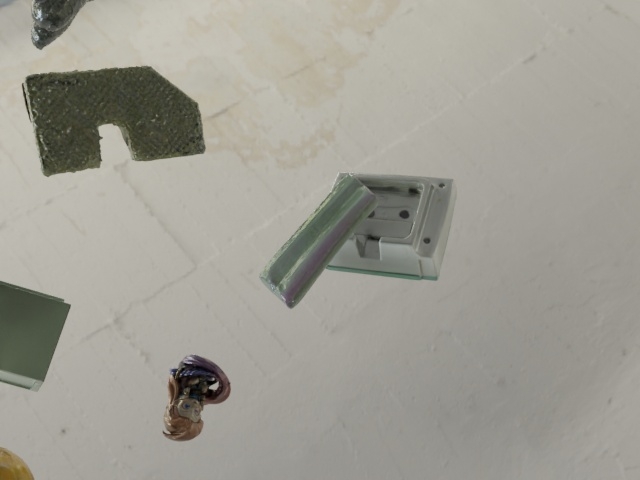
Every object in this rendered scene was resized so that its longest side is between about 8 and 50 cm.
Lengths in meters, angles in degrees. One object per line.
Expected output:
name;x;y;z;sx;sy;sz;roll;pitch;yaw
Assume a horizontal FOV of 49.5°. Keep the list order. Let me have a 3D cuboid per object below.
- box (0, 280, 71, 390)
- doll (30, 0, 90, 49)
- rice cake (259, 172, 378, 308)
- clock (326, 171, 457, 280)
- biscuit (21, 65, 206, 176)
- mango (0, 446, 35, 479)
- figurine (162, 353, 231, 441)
box;-0.501;0.127;1.012;0.225;0.225;0.117;21;-112;-18
doll;-0.406;-0.488;1.152;0.158;0.246;0.340;38;-109;-20
rice cake;0.000;-0.001;1.062;0.222;0.042;0.080;-49;-129;-1
clock;0.127;-0.048;1.399;0.262;0.116;0.231;7;-124;19
biscuit;-0.299;-0.181;1.028;0.250;0.147;0.046;-10;-169;-22
mango;-0.281;0.216;0.530;0.187;0.066;0.101;-33;-110;19
figurine;-0.242;0.298;1.295;0.114;0.126;0.157;-2;-123;52
